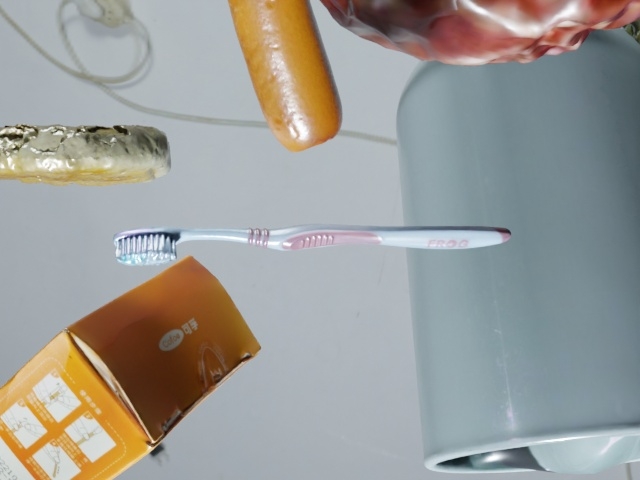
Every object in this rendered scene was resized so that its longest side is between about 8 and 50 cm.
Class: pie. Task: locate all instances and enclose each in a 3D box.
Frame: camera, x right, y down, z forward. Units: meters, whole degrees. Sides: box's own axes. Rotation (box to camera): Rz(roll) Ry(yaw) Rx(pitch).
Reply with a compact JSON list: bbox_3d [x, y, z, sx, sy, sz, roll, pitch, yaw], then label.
[{"bbox_3d":[-0.216,-0.071,0.724,0.195,0.195,0.046,-2,90,11],"label":"pie"}]

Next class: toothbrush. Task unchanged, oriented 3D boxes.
[{"bbox_3d":[0.000,0.000,0.407,0.193,0.019,0.013,-2,138,-10],"label":"toothbrush"}]

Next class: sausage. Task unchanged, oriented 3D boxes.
[{"bbox_3d":[-0.034,-0.177,0.788,0.076,0.076,0.198,-12,116,13],"label":"sausage"}]

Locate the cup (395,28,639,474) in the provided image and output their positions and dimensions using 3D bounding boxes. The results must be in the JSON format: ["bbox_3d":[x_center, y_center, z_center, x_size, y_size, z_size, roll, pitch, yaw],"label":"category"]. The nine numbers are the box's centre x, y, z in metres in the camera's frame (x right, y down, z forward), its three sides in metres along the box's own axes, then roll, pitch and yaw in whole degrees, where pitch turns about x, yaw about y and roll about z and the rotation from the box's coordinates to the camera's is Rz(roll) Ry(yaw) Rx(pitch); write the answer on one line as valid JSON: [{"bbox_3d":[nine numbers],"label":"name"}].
[{"bbox_3d":[0.162,0.003,0.613,0.205,0.205,0.312,-8,68,12],"label":"cup"}]

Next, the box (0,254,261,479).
[{"bbox_3d":[-0.253,0.184,0.931,0.341,0.225,0.143,-40,89,30],"label":"box"}]

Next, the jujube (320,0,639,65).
[{"bbox_3d":[0.079,-0.219,0.410,0.216,0.342,0.216,3,122,5],"label":"jujube"}]

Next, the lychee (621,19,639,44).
[{"bbox_3d":[0.386,-0.149,0.716,0.274,0.255,0.255,30,106,18],"label":"lychee"}]
